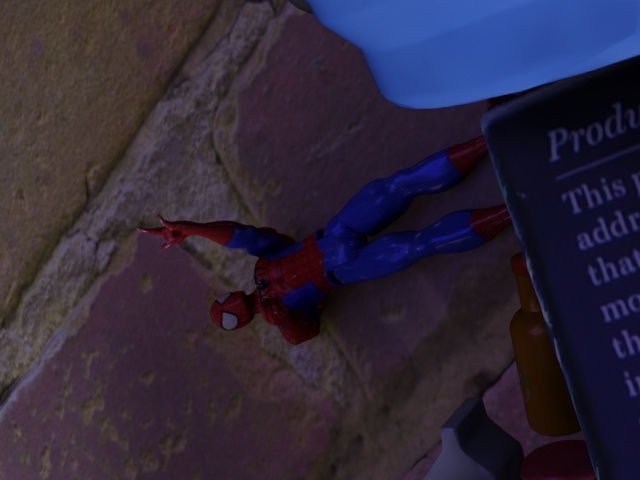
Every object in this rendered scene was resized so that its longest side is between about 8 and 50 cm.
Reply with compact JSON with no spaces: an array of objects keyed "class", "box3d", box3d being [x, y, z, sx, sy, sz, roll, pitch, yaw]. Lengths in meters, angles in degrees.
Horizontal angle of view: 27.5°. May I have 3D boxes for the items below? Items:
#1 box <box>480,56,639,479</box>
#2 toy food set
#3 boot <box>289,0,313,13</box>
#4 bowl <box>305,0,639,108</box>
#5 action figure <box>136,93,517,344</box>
[{"class":"box","box3d":[0.246,0.122,0.447,0.212,0.293,0.396,-21,73,21]},{"class":"toy food set","box3d":[0.112,0.082,0.642,0.111,0.232,0.105,-7,103,30]},{"class":"boot","box3d":[0.076,-0.155,0.789,0.246,0.083,0.161,-30,82,47]},{"class":"bowl","box3d":[0.172,-0.157,0.454,0.391,0.391,0.077,-17,104,41]},{"class":"action figure","box3d":[0.000,0.000,0.819,0.280,0.139,0.091,-31,67,40]}]
